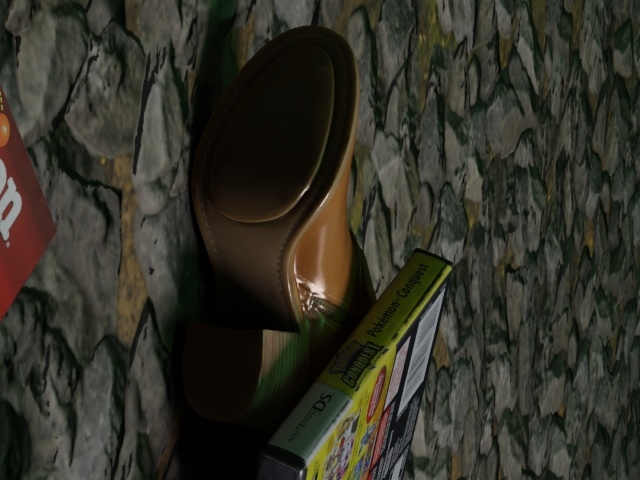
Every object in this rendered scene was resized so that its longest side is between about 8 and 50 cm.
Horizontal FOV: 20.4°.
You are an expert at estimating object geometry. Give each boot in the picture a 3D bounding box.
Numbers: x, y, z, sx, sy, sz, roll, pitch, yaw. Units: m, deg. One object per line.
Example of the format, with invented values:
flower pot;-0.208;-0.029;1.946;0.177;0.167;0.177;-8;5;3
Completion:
boot;0.000;0.000;1.271;0.220;0.109;0.283;9;89;-67

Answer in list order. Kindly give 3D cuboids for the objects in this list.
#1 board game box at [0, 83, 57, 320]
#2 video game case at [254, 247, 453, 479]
board game box;-0.207;-0.064;0.862;0.145;0.027;0.281;-66;151;-43
video game case;0.011;0.177;1.298;0.248;0.035;0.275;-50;157;-46
